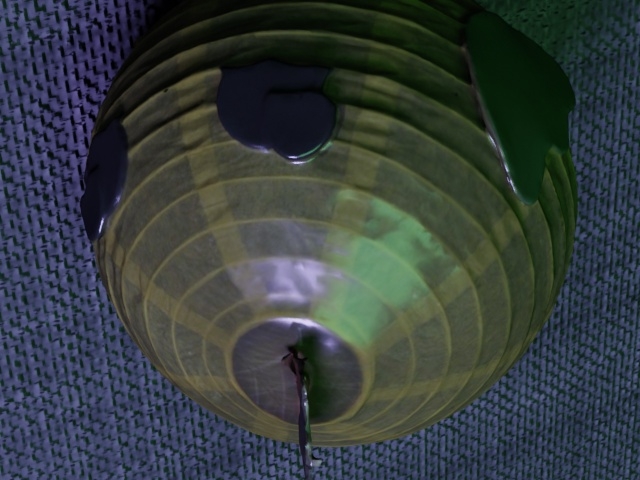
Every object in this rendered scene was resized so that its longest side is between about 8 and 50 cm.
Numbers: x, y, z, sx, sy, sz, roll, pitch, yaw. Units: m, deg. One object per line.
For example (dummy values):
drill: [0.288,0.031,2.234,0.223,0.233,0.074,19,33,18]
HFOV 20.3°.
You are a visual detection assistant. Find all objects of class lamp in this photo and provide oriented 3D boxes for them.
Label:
lamp: [0.000,0.000,0.866,0.250,0.284,0.250,5,135,5]
